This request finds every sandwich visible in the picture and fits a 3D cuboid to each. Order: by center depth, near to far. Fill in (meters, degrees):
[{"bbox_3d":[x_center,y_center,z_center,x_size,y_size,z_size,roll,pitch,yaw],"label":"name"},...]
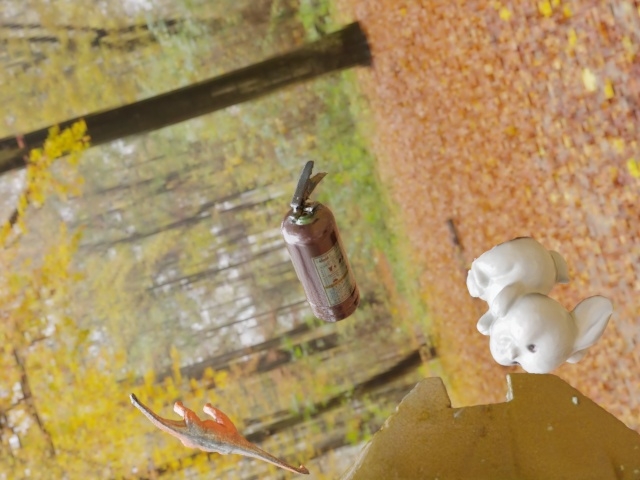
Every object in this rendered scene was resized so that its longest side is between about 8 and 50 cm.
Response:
[{"bbox_3d":[0.114,0.149,0.686,0.090,0.245,0.088,84,-177,-56],"label":"sandwich"}]

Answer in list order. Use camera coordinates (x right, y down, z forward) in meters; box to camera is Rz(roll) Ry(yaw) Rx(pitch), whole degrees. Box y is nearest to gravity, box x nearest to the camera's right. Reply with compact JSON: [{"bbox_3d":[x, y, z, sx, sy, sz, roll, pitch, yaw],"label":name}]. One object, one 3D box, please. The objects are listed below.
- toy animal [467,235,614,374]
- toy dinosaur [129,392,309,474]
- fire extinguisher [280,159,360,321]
[{"bbox_3d":[0.316,0.095,1.462,0.193,0.179,0.127,58,153,25],"label":"toy animal"},{"bbox_3d":[-0.140,0.269,1.377,0.055,0.280,0.101,-67,28,8],"label":"toy dinosaur"},{"bbox_3d":[0.000,0.000,1.275,0.099,0.071,0.231,-58,-32,-32],"label":"fire extinguisher"}]
